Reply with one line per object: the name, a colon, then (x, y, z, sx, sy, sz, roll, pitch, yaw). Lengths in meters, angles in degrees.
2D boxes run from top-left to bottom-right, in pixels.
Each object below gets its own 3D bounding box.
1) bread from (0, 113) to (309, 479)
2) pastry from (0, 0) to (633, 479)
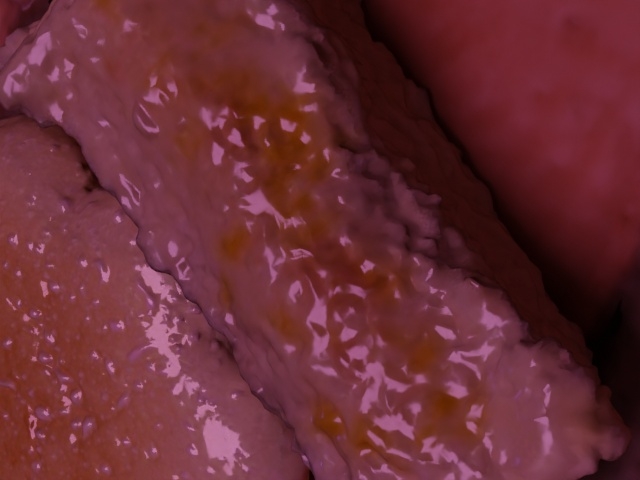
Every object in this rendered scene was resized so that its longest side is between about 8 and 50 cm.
bread: (-0.106, 0.049, 0.720, 0.251, 0.039, 0.182, 32, 119, 31)
pastry: (0.002, -0.005, 0.584, 0.258, 0.089, 0.121, 51, 123, 18)
